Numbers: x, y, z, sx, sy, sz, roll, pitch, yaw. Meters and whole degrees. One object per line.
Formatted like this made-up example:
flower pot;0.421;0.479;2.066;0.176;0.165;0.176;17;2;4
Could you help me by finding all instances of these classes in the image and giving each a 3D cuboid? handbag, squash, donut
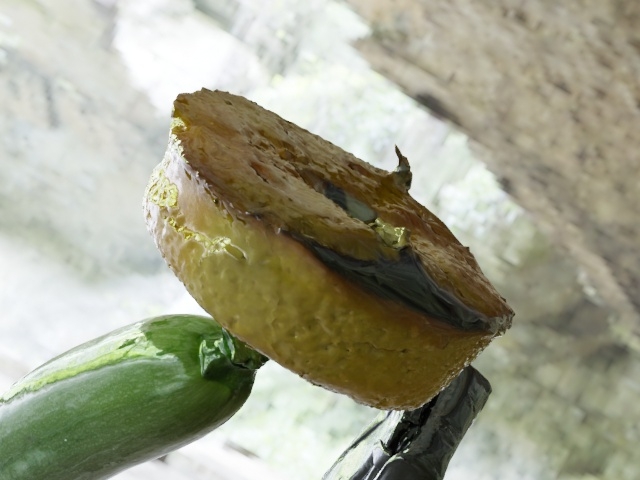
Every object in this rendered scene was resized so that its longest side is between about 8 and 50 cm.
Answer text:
handbag;0.068;0.268;1.834;0.088;0.275;0.244;41;33;-2
squash;-0.172;0.133;1.242;0.107;0.107;0.395;30;-38;-28
donut;0.002;0.001;1.030;0.253;0.118;0.253;36;15;-11
